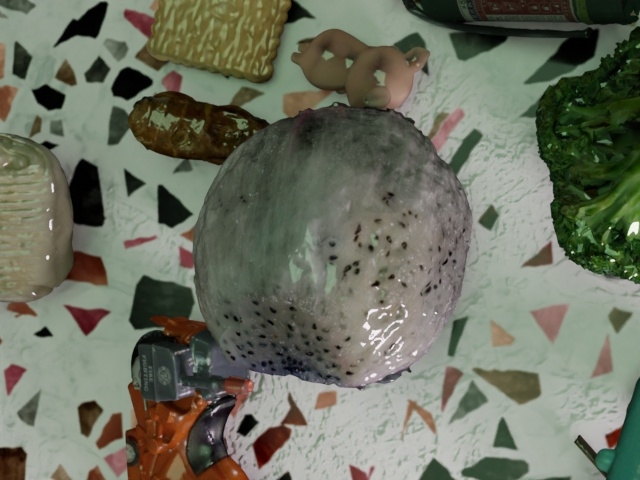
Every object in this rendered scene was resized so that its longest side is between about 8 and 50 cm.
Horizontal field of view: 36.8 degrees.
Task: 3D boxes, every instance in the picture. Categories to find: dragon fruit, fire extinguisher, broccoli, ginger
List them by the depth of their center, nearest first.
[{"bbox_3d":[0.351,-0.096,0.892,0.308,0.275,0.308,-7,55,10],"label":"broccoli"},{"bbox_3d":[0.000,0.000,0.949,0.283,0.221,0.204,5,125,14],"label":"dragon fruit"},{"bbox_3d":[0.179,-0.270,1.000,0.294,0.118,0.093,8,47,29],"label":"fire extinguisher"},{"bbox_3d":[-0.130,-0.120,1.073,0.162,0.103,0.073,11,103,-6],"label":"ginger"}]

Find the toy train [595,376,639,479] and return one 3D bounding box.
[{"bbox_3d":[0.340,0.237,0.915,0.159,0.101,0.248,21,55,16],"label":"toy train"}]

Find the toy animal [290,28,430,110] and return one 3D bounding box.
[{"bbox_3d":[0.038,-0.185,1.048,0.150,0.089,0.083,18,94,21],"label":"toy animal"}]

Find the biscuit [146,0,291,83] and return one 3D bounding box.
[{"bbox_3d":[-0.099,-0.314,1.109,0.160,0.030,0.250,14,90,12],"label":"biscuit"}]

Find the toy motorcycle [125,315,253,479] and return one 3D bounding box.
[{"bbox_3d":[-0.121,0.244,1.034,0.221,0.148,0.326,-2,93,34],"label":"toy motorcycle"}]

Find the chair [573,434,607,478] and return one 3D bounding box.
[{"bbox_3d":[0.304,0.312,0.957,0.221,0.095,0.104,41,105,10],"label":"chair"}]

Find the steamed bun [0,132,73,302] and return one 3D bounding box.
[{"bbox_3d":[-0.380,-0.034,1.102,0.211,0.144,0.218,1,114,0],"label":"steamed bun"}]
